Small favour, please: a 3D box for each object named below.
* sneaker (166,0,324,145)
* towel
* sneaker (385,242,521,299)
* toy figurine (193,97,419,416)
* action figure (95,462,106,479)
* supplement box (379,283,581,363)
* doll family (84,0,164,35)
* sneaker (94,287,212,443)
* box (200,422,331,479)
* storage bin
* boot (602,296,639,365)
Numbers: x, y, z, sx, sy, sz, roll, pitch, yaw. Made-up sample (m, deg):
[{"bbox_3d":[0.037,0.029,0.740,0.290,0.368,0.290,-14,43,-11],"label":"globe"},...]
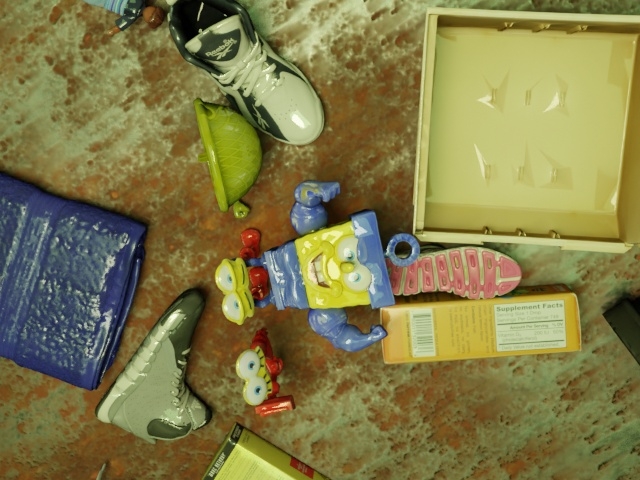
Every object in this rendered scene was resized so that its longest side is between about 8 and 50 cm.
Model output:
[{"bbox_3d":[-0.091,-0.200,0.879,0.094,0.153,0.235,-34,95,12],"label":"sneaker"},{"bbox_3d":[-0.389,0.037,0.995,0.308,0.076,0.227,19,94,2],"label":"towel"},{"bbox_3d":[0.155,0.033,0.935,0.171,0.075,0.063,-3,101,17],"label":"sneaker"},{"bbox_3d":[0.000,0.000,0.889,0.217,0.191,0.362,-12,93,6],"label":"toy figurine"},{"bbox_3d":[-0.331,0.442,1.025,0.164,0.141,0.275,22,103,13],"label":"action figure"},{"bbox_3d":[0.191,0.101,0.947,0.234,0.078,0.080,-3,97,5],"label":"supplement box"},{"bbox_3d":[-0.211,-0.333,0.910,0.111,0.076,0.193,25,106,-4],"label":"doll family"},{"bbox_3d":[-0.179,0.174,0.998,0.132,0.086,0.228,36,111,-7],"label":"sneaker"},{"bbox_3d":[-0.038,0.340,1.020,0.232,0.058,0.087,31,101,0],"label":"box"},{"bbox_3d":[0.240,-0.119,0.879,0.262,0.123,0.260,3,100,4],"label":"storage bin"},{"bbox_3d":[0.486,0.113,0.806,0.260,0.348,0.131,-36,130,12],"label":"boot"}]
